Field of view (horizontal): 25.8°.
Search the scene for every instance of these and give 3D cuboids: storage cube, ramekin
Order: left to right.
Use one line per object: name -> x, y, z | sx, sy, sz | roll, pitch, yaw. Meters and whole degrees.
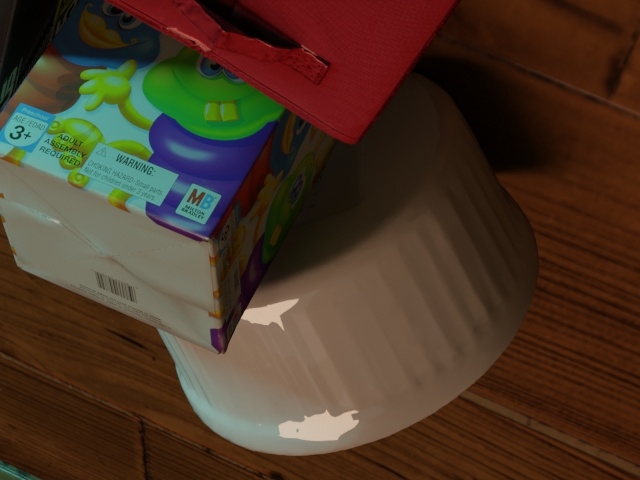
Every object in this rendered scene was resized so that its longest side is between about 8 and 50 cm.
ramekin -> 0.000, 0.000, 0.971 | 0.277, 0.277, 0.135 | 5, 138, 36
storage cube -> 0.009, -0.203, 0.680 | 0.184, 0.215, 0.193 | 30, 146, -5

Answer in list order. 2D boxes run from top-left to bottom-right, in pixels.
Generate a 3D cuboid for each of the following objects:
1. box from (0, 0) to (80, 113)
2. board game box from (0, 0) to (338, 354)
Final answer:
box -> -0.159, -0.194, 0.827 | 0.060, 0.216, 0.270 | 29, 152, -5
board game box -> -0.063, -0.099, 0.840 | 0.144, 0.275, 0.142 | 22, 152, 11
